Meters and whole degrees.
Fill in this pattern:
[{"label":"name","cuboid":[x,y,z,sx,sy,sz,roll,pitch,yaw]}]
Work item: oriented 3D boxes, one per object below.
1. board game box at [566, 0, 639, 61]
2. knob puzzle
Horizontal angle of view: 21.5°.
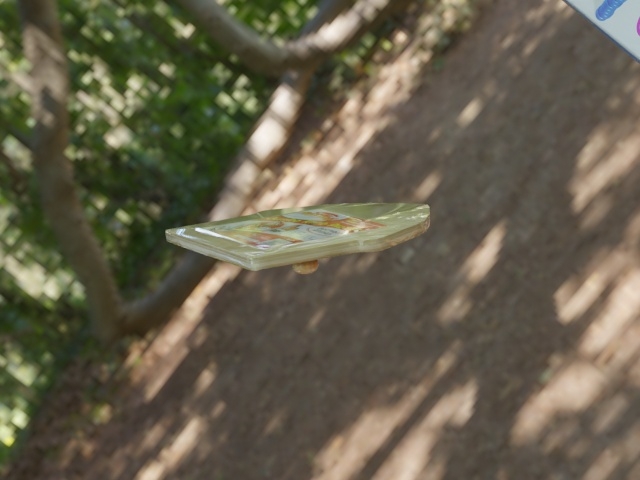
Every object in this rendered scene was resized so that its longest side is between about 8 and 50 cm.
[{"label":"board game box","cuboid":[0.332,-0.294,1.417,0.302,0.086,0.308,-50,37,10]},{"label":"knob puzzle","cuboid":[0.000,0.000,1.310,0.213,0.030,0.213,-5,10,1]}]
